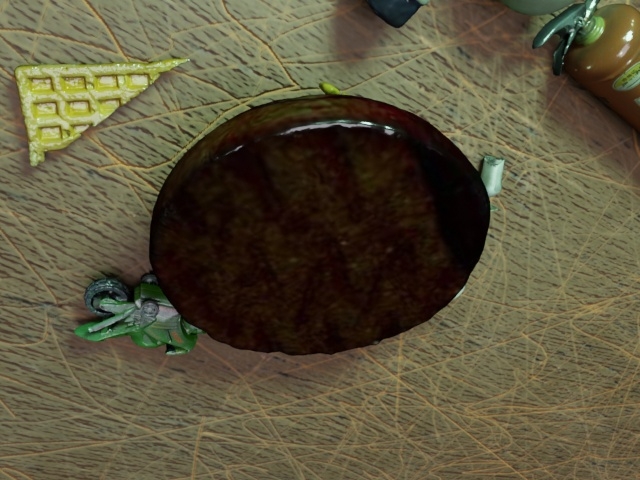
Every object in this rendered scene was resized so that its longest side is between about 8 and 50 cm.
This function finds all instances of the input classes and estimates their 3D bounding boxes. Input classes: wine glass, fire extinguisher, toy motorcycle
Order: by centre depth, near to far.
[{"bbox_3d":[-0.232,0.108,0.789,0.190,0.074,0.106,14,118,-23],"label":"toy motorcycle"},{"bbox_3d":[0.465,-0.266,0.826,0.375,0.113,0.201,24,78,-27],"label":"fire extinguisher"},{"bbox_3d":[0.257,-0.088,0.872,0.039,0.042,0.083,-25,124,-50],"label":"wine glass"}]

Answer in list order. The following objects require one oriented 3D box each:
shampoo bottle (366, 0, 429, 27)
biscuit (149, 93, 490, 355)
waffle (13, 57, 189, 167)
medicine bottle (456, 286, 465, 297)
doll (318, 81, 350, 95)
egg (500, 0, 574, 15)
[{"bbox_3d":[0.172,-0.400,0.597,0.078,0.134,0.359,10,139,-42],"label":"shampoo bottle"},{"bbox_3d":[0.000,0.000,0.700,0.406,0.091,0.408,-6,136,-5],"label":"biscuit"},{"bbox_3d":[-0.250,-0.152,0.676,0.190,0.032,0.125,-4,114,-15],"label":"waffle"},{"bbox_3d":[0.160,-0.007,0.838,0.102,0.103,0.187,-15,118,-11],"label":"medicine bottle"},{"bbox_3d":[-0.011,-0.104,0.746,0.188,0.096,0.145,-44,128,0],"label":"doll"},{"bbox_3d":[0.268,-0.364,0.673,0.149,0.149,0.192,-22,141,-7],"label":"egg"}]
